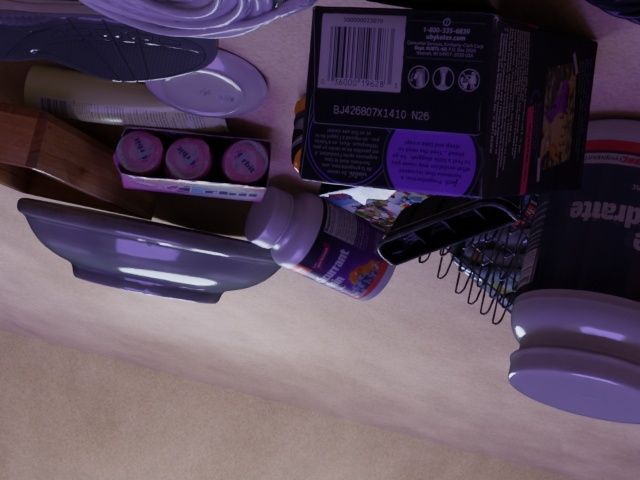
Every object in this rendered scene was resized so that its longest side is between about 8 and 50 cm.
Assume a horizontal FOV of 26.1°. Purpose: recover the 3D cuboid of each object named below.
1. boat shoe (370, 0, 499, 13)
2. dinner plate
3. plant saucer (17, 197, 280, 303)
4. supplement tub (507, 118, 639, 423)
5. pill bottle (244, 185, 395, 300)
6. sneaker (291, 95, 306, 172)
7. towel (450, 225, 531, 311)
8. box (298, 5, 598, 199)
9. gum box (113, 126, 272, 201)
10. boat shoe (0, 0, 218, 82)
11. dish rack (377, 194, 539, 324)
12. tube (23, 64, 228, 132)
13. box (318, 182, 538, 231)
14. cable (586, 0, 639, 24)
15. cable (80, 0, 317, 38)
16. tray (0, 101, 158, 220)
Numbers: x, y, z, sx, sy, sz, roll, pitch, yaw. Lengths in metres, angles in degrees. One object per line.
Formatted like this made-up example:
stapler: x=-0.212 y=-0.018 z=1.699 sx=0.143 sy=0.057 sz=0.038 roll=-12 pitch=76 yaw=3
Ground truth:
boat shoe: x=0.088 y=-0.233 z=1.054 sx=0.113 sy=0.103 sz=0.302 roll=5 pitch=-177 yaw=2
dinner plate: x=-0.130 y=-0.171 z=1.547 sx=0.141 sy=0.017 sz=0.141 roll=5 pitch=153 yaw=3
plant saucer: x=-0.240 y=0.023 z=1.978 sx=0.400 sy=0.101 sz=0.400 roll=11 pitch=179 yaw=0
supplement tub: x=0.302 y=0.032 z=1.406 sx=0.191 sy=0.272 sz=0.191 roll=14 pitch=163 yaw=4
pill bottle: x=0.000 y=0.000 z=1.859 sx=0.193 sy=0.108 sz=0.108 roll=24 pitch=161 yaw=-25
sneaker: x=0.054 y=-0.113 z=1.503 sx=0.215 sy=0.083 sz=0.084 roll=-3 pitch=153 yaw=43
towel: x=0.389 y=0.073 z=1.773 sx=0.374 sy=0.090 sz=0.320 roll=6 pitch=159 yaw=31
box: x=0.116 y=-0.115 z=1.177 sx=0.165 sy=0.143 sz=0.270 roll=8 pitch=-174 yaw=26
gum box: x=-0.159 y=-0.094 z=1.703 sx=0.188 sy=0.062 sz=0.107 roll=5 pitch=173 yaw=-6
boat shoe: x=-0.253 y=-0.235 z=1.392 sx=0.320 sy=0.103 sz=0.118 roll=7 pitch=156 yaw=15
dish rack: x=0.227 y=0.030 z=1.597 sx=0.271 sy=0.074 sz=0.208 roll=38 pitch=147 yaw=-24
tube: x=-0.230 y=-0.164 z=1.653 sx=0.240 sy=0.062 sz=0.070 roll=9 pitch=-155 yaw=6
box: x=0.129 y=-0.057 z=1.674 sx=0.159 sy=0.044 sz=0.233 roll=26 pitch=160 yaw=-30
cable: x=0.277 y=-0.209 z=1.080 sx=0.184 sy=0.047 sz=0.150 roll=8 pitch=167 yaw=15
cable: x=-0.142 y=-0.265 z=1.192 sx=0.257 sy=0.089 sz=0.257 roll=25 pitch=161 yaw=-25
tray: x=-0.367 y=-0.108 z=1.779 sx=0.202 sy=0.076 sz=0.411 roll=12 pitch=176 yaw=13
